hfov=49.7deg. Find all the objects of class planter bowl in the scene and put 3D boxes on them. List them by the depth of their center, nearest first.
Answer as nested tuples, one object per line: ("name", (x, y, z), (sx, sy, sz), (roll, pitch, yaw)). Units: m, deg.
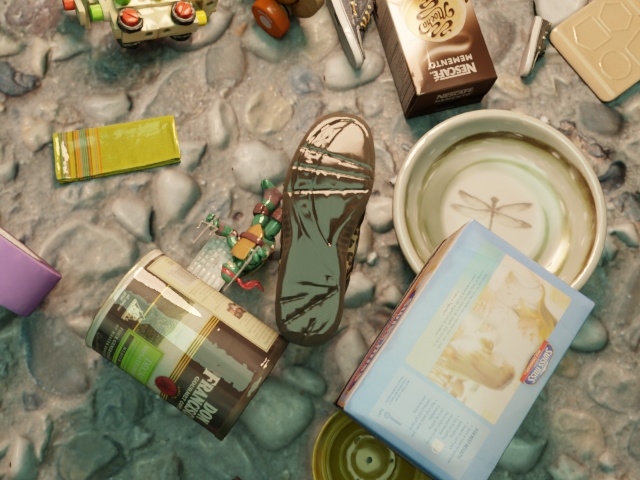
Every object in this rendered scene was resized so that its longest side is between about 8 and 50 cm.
("planter bowl", (0.090, 0.383, 1.197), (0.217, 0.090, 0.217), (1, 76, -3))

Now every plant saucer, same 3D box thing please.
("plant saucer", (0.328, -0.044, 1.306), (0.400, 0.100, 0.401), (1, 76, -3))

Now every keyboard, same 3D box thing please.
("keyboard", (-0.232, 0.092, 1.286), (0.072, 0.014, 0.256), (34, 78, 5))

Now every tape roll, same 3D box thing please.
("tape roll", (-0.571, 0.010, 1.152), (0.274, 0.275, 0.090), (35, 78, 5))

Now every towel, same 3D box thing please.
("towel", (-0.394, -0.179, 1.336), (0.237, 0.021, 0.102), (-11, 79, -6))

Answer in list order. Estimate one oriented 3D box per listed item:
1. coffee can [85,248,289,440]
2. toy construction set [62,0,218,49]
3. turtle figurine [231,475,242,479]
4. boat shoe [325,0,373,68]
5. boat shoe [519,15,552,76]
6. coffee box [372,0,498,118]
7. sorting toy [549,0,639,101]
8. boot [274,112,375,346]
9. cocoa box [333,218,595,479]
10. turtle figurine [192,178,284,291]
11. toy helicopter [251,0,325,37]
("coffee can", (-0.219, 0.173, 1.164), (0.275, 0.201, 0.202), (34, 77, 2))
("toy construction set", (-0.337, -0.484, 1.343), (0.327, 0.151, 0.215), (-19, 79, -7))
("turtle figurine", (-0.208, 0.517, 1.097), (0.266, 0.198, 0.275), (3, 73, 1))
("boat shoe", (0.076, -0.442, 1.401), (0.083, 0.065, 0.184), (-17, 78, -6))
("boat shoe", (0.445, -0.398, 1.422), (0.040, 0.049, 0.142), (18, 74, 0))
("coffee box", (0.216, -0.412, 1.375), (0.168, 0.119, 0.297), (-15, 78, -7))
("sorting toy", (0.612, -0.413, 1.444), (0.208, 0.038, 0.193), (-36, 81, -6))
("boot", (0.000, 0.000, 1.182), (0.138, 0.284, 0.378), (7, 78, -1))
("cocoa box", (0.210, 0.183, 1.083), (0.231, 0.228, 0.347), (35, 79, 5))
("turtle figurine", (-0.131, -0.004, 1.258), (0.175, 0.118, 0.234), (23, 66, 32))
("toy helicopter", (-0.124, -0.570, 1.299), (0.355, 0.235, 0.140), (46, 78, -11))
